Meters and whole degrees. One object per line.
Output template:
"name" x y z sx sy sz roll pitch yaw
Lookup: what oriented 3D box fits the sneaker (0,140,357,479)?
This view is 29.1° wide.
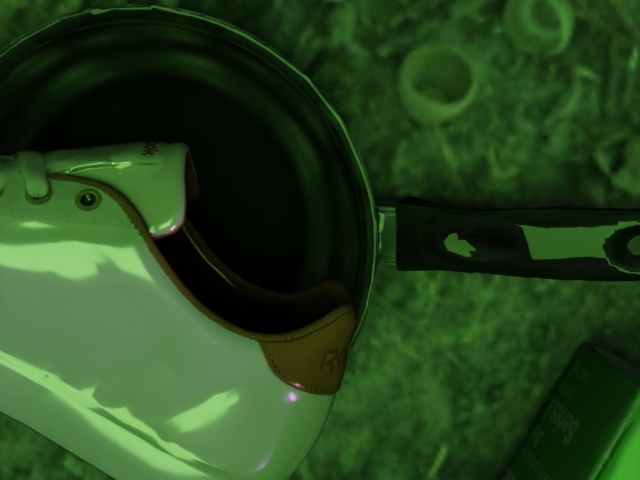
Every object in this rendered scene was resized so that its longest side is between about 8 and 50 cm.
"sneaker" -0.119 -0.008 0.468 0.290 0.106 0.123 27 104 -11

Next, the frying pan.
"frying pan" -0.014 -0.026 0.516 0.326 0.053 0.197 -22 101 10

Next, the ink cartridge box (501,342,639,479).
"ink cartridge box" 0.133 0.221 0.506 0.211 0.121 0.289 31 93 -3
